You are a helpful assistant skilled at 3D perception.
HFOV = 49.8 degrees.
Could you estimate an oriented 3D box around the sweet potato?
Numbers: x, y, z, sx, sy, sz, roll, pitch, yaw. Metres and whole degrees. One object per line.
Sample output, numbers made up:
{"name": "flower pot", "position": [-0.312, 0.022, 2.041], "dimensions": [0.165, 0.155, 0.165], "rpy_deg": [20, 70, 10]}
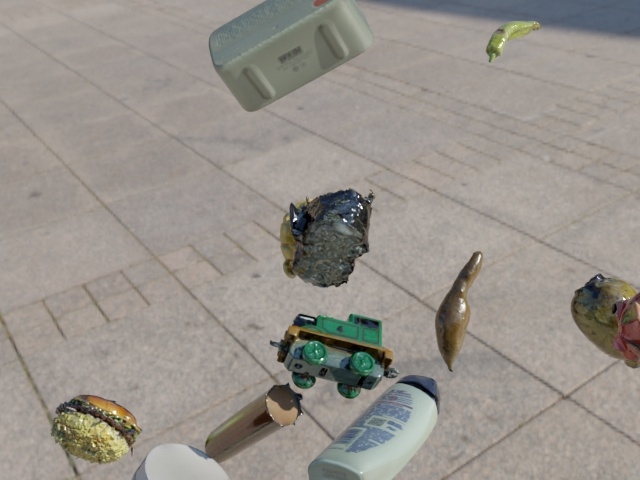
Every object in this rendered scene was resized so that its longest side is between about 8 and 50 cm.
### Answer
{"name": "sweet potato", "position": [0.293, 0.147, 1.500], "dimensions": [0.074, 0.270, 0.075], "rpy_deg": [15, -2, 0]}

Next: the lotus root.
{"name": "lotus root", "position": [0.604, 0.167, 1.411], "dimensions": [0.138, 0.214, 0.138], "rpy_deg": [-37, 3, 3]}

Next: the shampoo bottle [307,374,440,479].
{"name": "shampoo bottle", "position": [0.124, 0.345, 1.241], "dimensions": [0.134, 0.078, 0.359], "rpy_deg": [0, 13, 32]}

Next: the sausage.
{"name": "sausage", "position": [-0.147, 0.365, 1.331], "dimensions": [0.082, 0.371, 0.082], "rpy_deg": [16, 55, -24]}

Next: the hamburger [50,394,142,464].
{"name": "hamburger", "position": [-0.610, 0.519, 1.872], "dimensions": [0.243, 0.262, 0.139], "rpy_deg": [29, 49, -13]}

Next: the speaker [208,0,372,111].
{"name": "speaker", "position": [-0.086, -0.524, 1.810], "dimensions": [0.406, 0.184, 0.183], "rpy_deg": [-26, 55, 14]}

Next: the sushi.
{"name": "sushi", "position": [0.008, -0.010, 1.253], "dimensions": [0.147, 0.212, 0.115], "rpy_deg": [8, 55, -7]}

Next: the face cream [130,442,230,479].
{"name": "face cream", "position": [-0.261, 0.472, 1.210], "dimensions": [0.177, 0.153, 0.177], "rpy_deg": [29, 15, -8]}

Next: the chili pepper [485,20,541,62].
{"name": "chili pepper", "position": [0.409, -0.445, 1.480], "dimensions": [0.049, 0.043, 0.208], "rpy_deg": [38, 56, 20]}

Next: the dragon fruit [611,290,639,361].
{"name": "dragon fruit", "position": [0.351, 0.082, 0.692], "dimensions": [0.086, 0.116, 0.081], "rpy_deg": [-2, 69, -22]}

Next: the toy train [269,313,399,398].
{"name": "toy train", "position": [0.026, 0.185, 1.179], "dimensions": [0.227, 0.091, 0.136], "rpy_deg": [16, 45, -5]}

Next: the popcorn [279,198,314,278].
{"name": "popcorn", "position": [-0.014, 0.005, 1.545], "dimensions": [0.163, 0.194, 0.140], "rpy_deg": [-23, 14, 38]}
